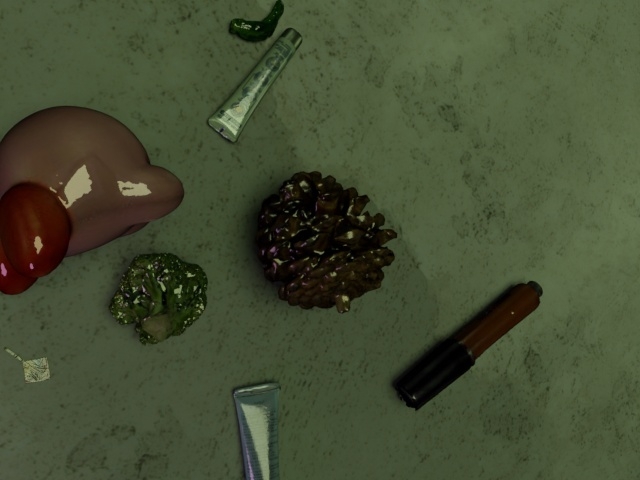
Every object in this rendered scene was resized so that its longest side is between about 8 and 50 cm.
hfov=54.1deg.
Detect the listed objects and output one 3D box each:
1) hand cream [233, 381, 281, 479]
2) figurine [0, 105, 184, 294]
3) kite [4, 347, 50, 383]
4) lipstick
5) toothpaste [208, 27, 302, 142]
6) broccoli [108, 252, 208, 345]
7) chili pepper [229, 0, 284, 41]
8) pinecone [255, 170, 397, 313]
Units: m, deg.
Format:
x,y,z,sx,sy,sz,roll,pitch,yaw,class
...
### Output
x,y,z,sx,sy,sz,roll,pitch,yaw,class
-0.102,0.384,1.116,0.088,0.055,0.255,-4,89,-19,hand cream
-0.363,-0.078,0.886,0.261,0.270,0.211,-33,99,-33,figurine
-0.447,0.187,0.967,0.044,0.002,0.078,-31,104,-24,kite
0.326,0.211,1.323,0.419,0.077,0.077,-33,104,-25,lipstick
-0.111,-0.283,1.123,0.062,0.039,0.239,38,75,-18,toothpaste
-0.254,0.097,1.002,0.146,0.137,0.162,22,117,-20,broccoli
-0.107,-0.389,1.128,0.118,0.035,0.055,-31,120,-20,chili pepper
-0.003,0.002,1.069,0.243,0.243,0.257,-37,85,-22,pinecone
